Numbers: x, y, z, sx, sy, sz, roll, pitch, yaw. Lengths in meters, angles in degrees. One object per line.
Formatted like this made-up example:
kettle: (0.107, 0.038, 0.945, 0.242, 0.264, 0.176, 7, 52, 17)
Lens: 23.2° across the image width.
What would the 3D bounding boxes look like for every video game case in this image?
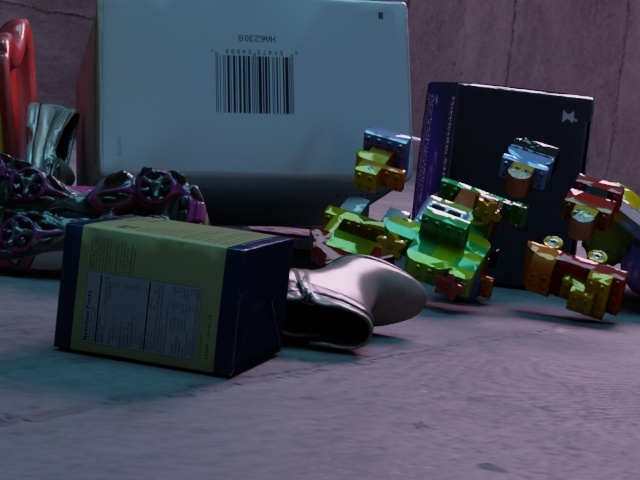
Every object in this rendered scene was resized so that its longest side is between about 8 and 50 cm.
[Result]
video game case: (0.000, 0.000, 1.313, 0.122, 0.011, 0.087, 6, 5, -13)

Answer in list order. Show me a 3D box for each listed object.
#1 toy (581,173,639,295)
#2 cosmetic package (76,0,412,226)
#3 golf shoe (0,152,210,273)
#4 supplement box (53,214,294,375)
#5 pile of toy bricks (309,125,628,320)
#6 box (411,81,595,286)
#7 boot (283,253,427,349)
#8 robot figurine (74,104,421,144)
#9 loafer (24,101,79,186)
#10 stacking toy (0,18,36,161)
toy: (0.244, 0.005, 1.207, 0.137, 0.056, 0.237, 35, 12, -8)
cosmetic package: (-0.068, -0.091, 1.191, 0.224, 0.138, 0.225, 0, -7, -12)
golf shoe: (-0.159, -0.006, 0.940, 0.186, 0.067, 0.086, 7, -22, 4)
supplement box: (-0.065, 0.023, 0.706, 0.083, 0.056, 0.083, 8, 5, 13)
pile of toy bricks: (0.090, 0.001, 1.014, 0.212, 0.118, 0.105, 18, 40, 17)
box: (0.141, -0.050, 1.261, 0.108, 0.153, 0.207, 6, 4, -3)
boot: (0.011, 0.035, 0.803, 0.118, 0.042, 0.087, 4, 12, -16)
robot figurine: (-0.060, -0.120, 1.516, 0.353, 0.200, 0.300, 3, 27, -39)
loafer: (-0.198, -0.056, 1.152, 0.039, 0.045, 0.125, -3, 49, -6)
stacking toy: (-0.286, -0.141, 1.096, 0.130, 0.279, 0.309, -2, 6, -3)
